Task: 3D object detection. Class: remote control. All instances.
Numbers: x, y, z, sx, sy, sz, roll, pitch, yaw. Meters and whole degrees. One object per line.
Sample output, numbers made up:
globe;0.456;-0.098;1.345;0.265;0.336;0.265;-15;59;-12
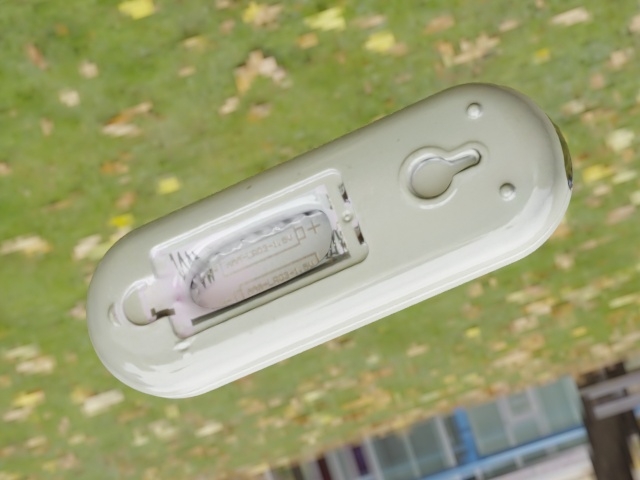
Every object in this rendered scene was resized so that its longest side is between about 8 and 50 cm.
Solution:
remote control;0.000;0.000;0.725;0.221;0.078;0.042;-24;159;11
